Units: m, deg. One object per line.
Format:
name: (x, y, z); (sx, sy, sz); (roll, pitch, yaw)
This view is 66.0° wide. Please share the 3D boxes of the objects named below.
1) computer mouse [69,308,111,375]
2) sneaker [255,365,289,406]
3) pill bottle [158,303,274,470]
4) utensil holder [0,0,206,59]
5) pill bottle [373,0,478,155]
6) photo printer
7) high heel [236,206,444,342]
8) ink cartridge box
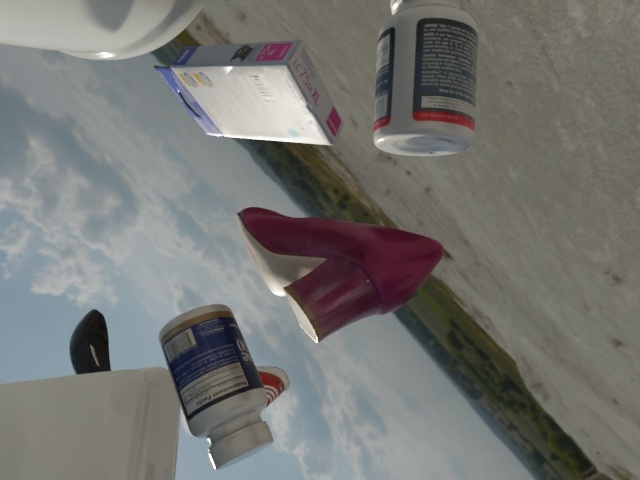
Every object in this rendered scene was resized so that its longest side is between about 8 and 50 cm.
computer mouse: (-0.444, 0.261, 0.980); (0.060, 0.184, 0.262); (2, -106, -47)
sneaker: (-0.193, 0.341, 1.131); (0.128, 0.221, 0.087); (-33, -71, -58)
pill bottle: (-0.084, 0.119, 0.406); (0.120, 0.067, 0.067); (62, -173, 22)
utensil holder: (-0.298, -0.313, 0.364); (0.327, 0.327, 0.385); (49, -156, -3)
pill bottle: (0.115, -0.190, 0.536); (0.108, 0.108, 0.180); (26, -113, -85)
photo printer: (-0.293, 0.255, 0.446); (0.107, 0.308, 0.256); (72, -168, -56)
high heel: (0.000, 0.000, 0.449); (0.082, 0.117, 0.244); (67, 166, -21)
ink cartridge box: (-0.130, -0.258, 0.876); (0.311, 0.065, 0.186); (9, 153, 31)
